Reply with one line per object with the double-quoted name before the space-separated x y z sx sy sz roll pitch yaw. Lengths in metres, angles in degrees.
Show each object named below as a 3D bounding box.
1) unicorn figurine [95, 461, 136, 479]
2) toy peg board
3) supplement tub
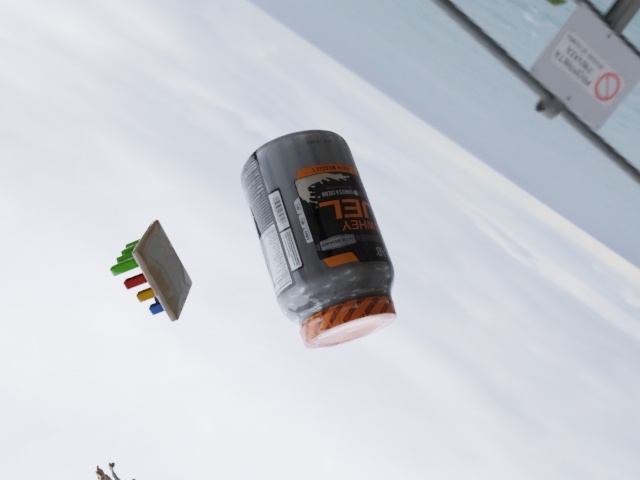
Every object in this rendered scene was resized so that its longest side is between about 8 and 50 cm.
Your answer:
"unicorn figurine" -0.344 0.464 1.241 0.060 0.111 0.162 -21 -151 -22
"toy peg board" -0.338 0.068 1.397 0.161 0.079 0.161 -87 -26 -66
"supplement tub" 0.000 0.000 1.120 0.193 0.193 0.316 14 -127 -58
